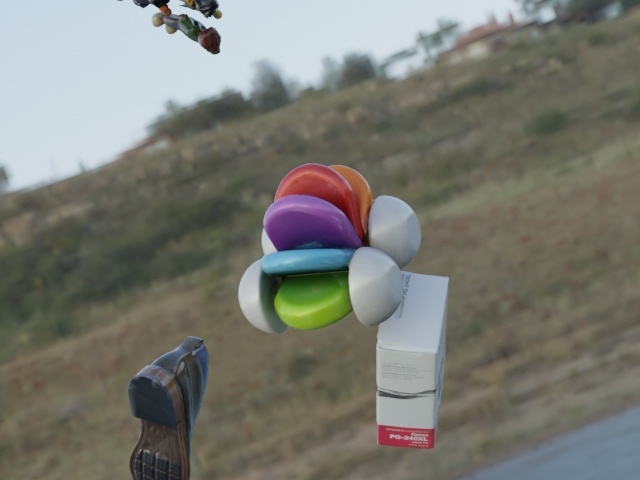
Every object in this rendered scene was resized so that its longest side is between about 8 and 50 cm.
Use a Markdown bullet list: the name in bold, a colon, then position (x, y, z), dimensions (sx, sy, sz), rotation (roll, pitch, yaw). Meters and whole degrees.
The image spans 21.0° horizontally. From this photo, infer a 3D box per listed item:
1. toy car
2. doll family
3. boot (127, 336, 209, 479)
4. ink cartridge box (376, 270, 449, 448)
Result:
- **toy car**: position (0.000, 0.000, 1.660), dimensions (0.159, 0.136, 0.182), rotation (-5, 39, 24)
- **doll family**: position (-0.159, -0.260, 1.765), dimensions (0.193, 0.076, 0.111), rotation (29, 1, -42)
- **boot**: position (-0.162, 0.216, 1.988), dimensions (0.082, 0.219, 0.106), rotation (19, 39, 21)
- **ink cartridge box**: position (0.093, 0.121, 1.750), dimensions (0.063, 0.109, 0.150), rotation (6, -45, 7)
